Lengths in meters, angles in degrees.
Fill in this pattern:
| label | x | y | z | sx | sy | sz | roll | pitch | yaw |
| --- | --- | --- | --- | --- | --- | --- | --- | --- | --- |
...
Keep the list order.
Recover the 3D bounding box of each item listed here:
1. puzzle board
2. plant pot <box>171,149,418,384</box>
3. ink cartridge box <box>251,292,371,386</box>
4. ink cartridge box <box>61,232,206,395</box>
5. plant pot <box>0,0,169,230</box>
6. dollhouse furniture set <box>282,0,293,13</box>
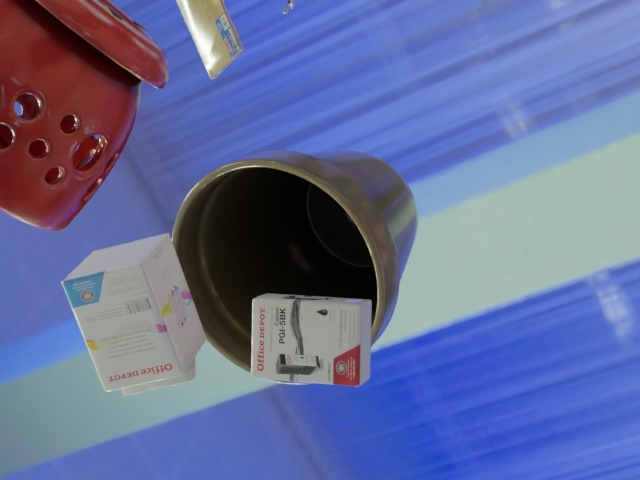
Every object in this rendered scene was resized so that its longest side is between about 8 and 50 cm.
| label | x | y | z | sx | sy | sz | roll | pitch | yaw |
| --- | --- | --- | --- | --- | --- | --- | --- | --- | --- |
| puzzle board | -0.142 | -0.281 | 1.737 | 0.011 | 0.096 | 0.128 | -21 | -96 | -33 |
| plant pot | 0.000 | 0.000 | 1.915 | 0.280 | 0.323 | 0.323 | -36 | -77 | -55 |
| ink cartridge box | -0.012 | 0.117 | 1.613 | 0.056 | 0.135 | 0.099 | -17 | -72 | -73 |
| ink cartridge box | -0.184 | 0.081 | 1.388 | 0.090 | 0.092 | 0.143 | -61 | -44 | -66 |
| plant pot | -0.233 | -0.131 | 1.101 | 0.191 | 0.174 | 0.191 | 38 | -176 | -3 |
| dollhouse furniture set | -0.037 | -0.364 | 2.006 | 0.114 | 0.091 | 0.081 | 118 | 145 | -82 |
